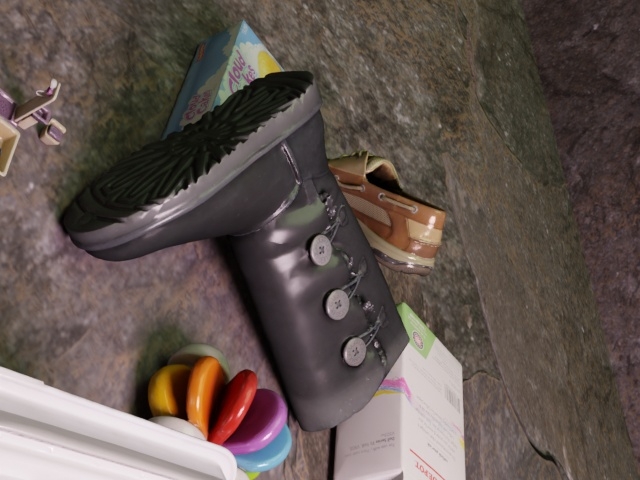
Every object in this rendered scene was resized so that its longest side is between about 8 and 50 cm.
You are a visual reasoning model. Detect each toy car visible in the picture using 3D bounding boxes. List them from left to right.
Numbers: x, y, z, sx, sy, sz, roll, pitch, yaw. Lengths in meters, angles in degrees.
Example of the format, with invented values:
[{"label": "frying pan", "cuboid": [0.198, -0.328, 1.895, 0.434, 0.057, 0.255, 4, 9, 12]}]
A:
[{"label": "toy car", "cuboid": [-0.104, 0.202, 1.087, 0.182, 0.136, 0.159, 51, 33, -29]}]

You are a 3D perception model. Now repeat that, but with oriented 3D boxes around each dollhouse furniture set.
[{"label": "dollhouse furniture set", "cuboid": [-0.302, -0.114, 1.020, 0.091, 0.081, 0.114, 43, 38, -38]}]

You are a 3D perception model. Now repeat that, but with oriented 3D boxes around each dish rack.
[{"label": "dish rack", "cuboid": [-0.225, 0.248, 0.712, 0.333, 0.285, 0.072, 34, 10, -48]}]

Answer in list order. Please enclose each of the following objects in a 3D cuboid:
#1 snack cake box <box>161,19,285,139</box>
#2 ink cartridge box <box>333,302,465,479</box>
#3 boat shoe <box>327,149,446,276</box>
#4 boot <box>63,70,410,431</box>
[{"label": "snack cake box", "cuboid": [-0.122, -0.169, 1.357, 0.152, 0.089, 0.264, 49, 34, -33]}, {"label": "ink cartridge box", "cuboid": [0.120, 0.298, 1.419, 0.207, 0.119, 0.353, 47, 34, -38]}, {"label": "boat shoe", "cuboid": [0.068, -0.072, 1.425, 0.123, 0.119, 0.324, 5, 27, -49]}, {"label": "boot", "cuboid": [-0.078, 0.065, 1.219, 0.367, 0.146, 0.445, -36, 126, -27]}]
